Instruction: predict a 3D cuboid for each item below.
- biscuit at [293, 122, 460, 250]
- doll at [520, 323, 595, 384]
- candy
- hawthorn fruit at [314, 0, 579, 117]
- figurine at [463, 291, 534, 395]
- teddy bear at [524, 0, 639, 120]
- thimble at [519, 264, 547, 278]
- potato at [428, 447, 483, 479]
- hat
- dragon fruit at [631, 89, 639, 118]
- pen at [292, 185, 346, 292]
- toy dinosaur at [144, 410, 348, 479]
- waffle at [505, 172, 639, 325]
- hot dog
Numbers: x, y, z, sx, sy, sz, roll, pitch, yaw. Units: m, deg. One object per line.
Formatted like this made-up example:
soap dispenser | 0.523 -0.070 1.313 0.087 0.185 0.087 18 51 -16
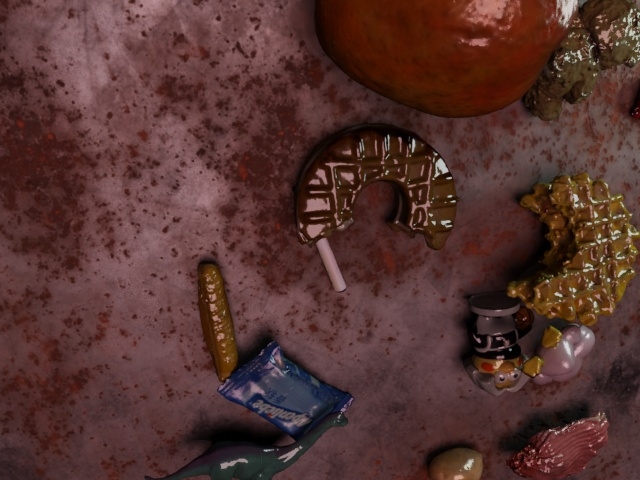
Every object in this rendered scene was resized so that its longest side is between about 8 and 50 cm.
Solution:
biscuit | 0.122 -0.112 1.248 0.366 0.115 0.268 -2 103 -16
doll | 0.561 0.264 1.373 0.365 0.094 0.160 11 111 -60
candy | -0.069 0.371 1.396 0.187 0.077 0.331 -45 120 7
hawthorn fruit | 0.201 -0.447 1.008 0.472 0.472 0.471 -3 108 -9
figurine | 0.433 0.251 1.422 0.176 0.133 0.236 -7 105 -10
teddy bear | 0.535 -0.407 1.215 0.256 0.156 0.267 -30 110 -2
thimble | 0.543 0.101 1.426 0.110 0.062 0.084 -23 109 -2
potato | 0.353 0.597 1.535 0.147 0.112 0.112 -6 109 -4
hat | 0.614 0.559 1.562 0.286 0.107 0.236 -6 119 -20
dragon fruit | 0.781 -0.321 1.345 0.131 0.063 0.097 16 140 -10
pen | 0.001 0.000 1.320 0.033 0.033 0.269 -23 109 -2
toy dinosaur | -0.167 0.476 1.361 0.384 0.129 0.331 17 119 -23
waffle | 0.564 0.021 1.322 0.261 0.151 0.324 13 86 -15
hot dog | -0.228 0.183 1.320 0.068 0.083 0.288 -14 111 -25
